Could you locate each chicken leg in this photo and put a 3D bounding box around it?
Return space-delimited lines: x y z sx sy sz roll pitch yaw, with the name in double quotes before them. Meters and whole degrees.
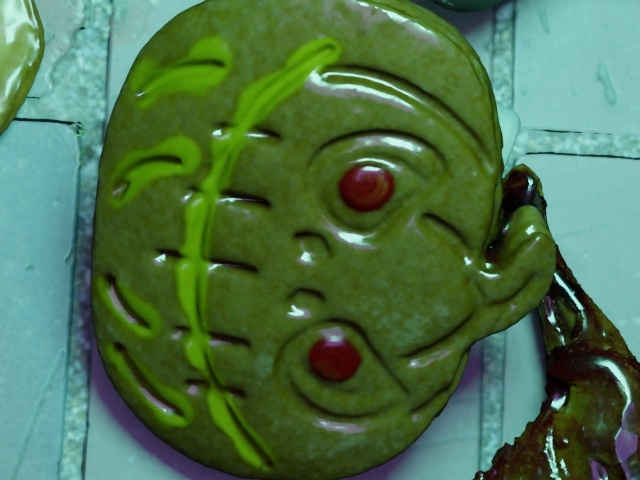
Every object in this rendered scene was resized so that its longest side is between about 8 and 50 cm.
"chicken leg" 0.191 0.140 1.489 0.158 0.096 0.407 -2 80 14

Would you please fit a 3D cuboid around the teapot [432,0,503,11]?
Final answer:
"teapot" 0.189 -0.271 1.508 0.250 0.183 0.184 1 82 -15

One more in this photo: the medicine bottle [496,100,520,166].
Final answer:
"medicine bottle" 0.019 -0.090 1.477 0.252 0.144 0.144 27 81 2

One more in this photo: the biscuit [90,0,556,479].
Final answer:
"biscuit" -0.001 0.003 1.400 0.350 0.070 0.394 5 111 8

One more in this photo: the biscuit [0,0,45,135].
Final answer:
"biscuit" -0.346 -0.098 1.497 0.299 0.045 0.154 -27 84 -8
